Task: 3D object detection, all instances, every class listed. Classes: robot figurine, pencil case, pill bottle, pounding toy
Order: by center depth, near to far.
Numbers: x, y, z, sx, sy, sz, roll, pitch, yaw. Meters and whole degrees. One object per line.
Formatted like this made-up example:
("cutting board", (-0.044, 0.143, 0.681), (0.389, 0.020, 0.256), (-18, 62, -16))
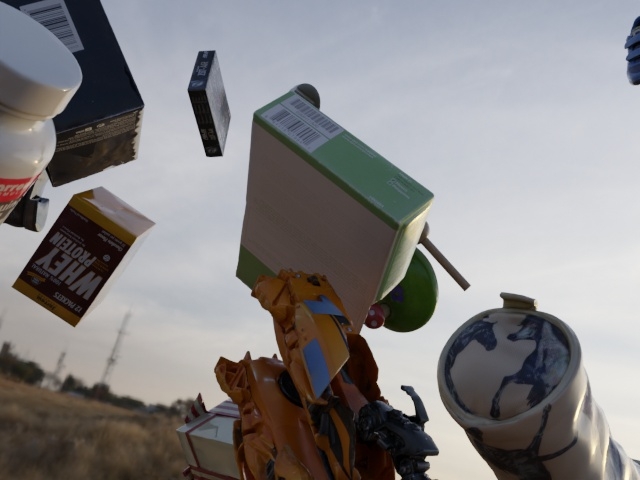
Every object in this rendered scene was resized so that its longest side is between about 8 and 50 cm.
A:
("robot figurine", (-0.005, 0.169, 0.548), (0.085, 0.291, 0.211), (10, -57, -27))
("pill bottle", (-0.397, -0.093, 0.756), (0.176, 0.176, 0.318), (29, -62, -37))
("pencil case", (0.293, 0.250, 0.873), (0.160, 0.183, 0.410), (-10, -49, 36))
("pounding toy", (0.132, 0.083, 1.327), (0.110, 0.183, 0.237), (-15, -21, -45))

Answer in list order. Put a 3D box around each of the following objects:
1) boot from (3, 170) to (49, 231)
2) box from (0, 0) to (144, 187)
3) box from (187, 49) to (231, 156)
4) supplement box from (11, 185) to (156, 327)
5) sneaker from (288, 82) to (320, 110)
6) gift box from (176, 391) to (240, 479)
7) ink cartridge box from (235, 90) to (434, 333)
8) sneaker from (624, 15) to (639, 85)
("boot", (-0.682, -0.140, 1.481), (0.229, 0.263, 0.091), (9, -3, -1))
("box", (-0.460, -0.310, 1.251), (0.179, 0.343, 0.312), (-23, -2, -20))
("box", (-0.109, -0.135, 0.709), (0.018, 0.067, 0.083), (-2, -42, 6))
("supplement box", (-0.420, 0.023, 1.292), (0.129, 0.194, 0.191), (35, 5, -7))
("sneaker", (-0.030, -0.147, 1.012), (0.053, 0.152, 0.061), (3, 14, -18))
("gift box", (-0.132, 0.432, 1.505), (0.255, 0.276, 0.258), (-19, 6, -40))
("ink cartridge box", (0.000, 0.000, 0.683), (0.171, 0.056, 0.235), (39, -35, 21))
("sneaker", (0.483, -0.285, 1.070), (0.053, 0.144, 0.059), (-15, -55, 37))
